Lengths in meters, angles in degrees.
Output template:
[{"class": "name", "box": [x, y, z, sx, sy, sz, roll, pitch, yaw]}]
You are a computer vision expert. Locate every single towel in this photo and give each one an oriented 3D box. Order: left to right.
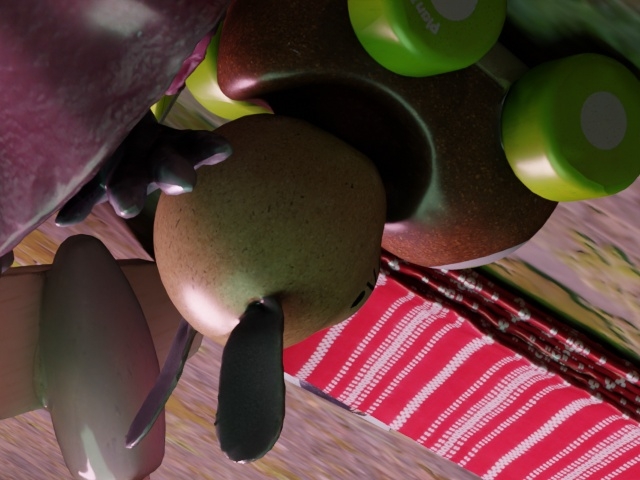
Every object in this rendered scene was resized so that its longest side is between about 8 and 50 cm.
[{"class": "towel", "box": [0.099, 0.089, 1.018, 0.275, 0.031, 0.199, 30, 156, -4]}]

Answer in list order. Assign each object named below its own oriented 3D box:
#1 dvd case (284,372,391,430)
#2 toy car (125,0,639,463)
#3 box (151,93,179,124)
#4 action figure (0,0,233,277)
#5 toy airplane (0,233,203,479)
[{"class": "dvd case", "box": [0.009, 0.069, 1.133, 0.087, 0.013, 0.119, 27, 158, 6]}, {"class": "toy car", "box": [0.000, 0.000, 0.721, 0.149, 0.188, 0.155, 38, 158, -23]}, {"class": "box", "box": [-0.138, -0.114, 0.844, 0.178, 0.042, 0.109, 27, 160, 1]}, {"class": "action figure", "box": [-0.170, -0.161, 0.639, 0.370, 0.248, 0.276, 53, -166, -11]}, {"class": "toy airplane", "box": [-0.240, 0.092, 0.985, 0.272, 0.386, 0.384, 33, 165, 35]}]
